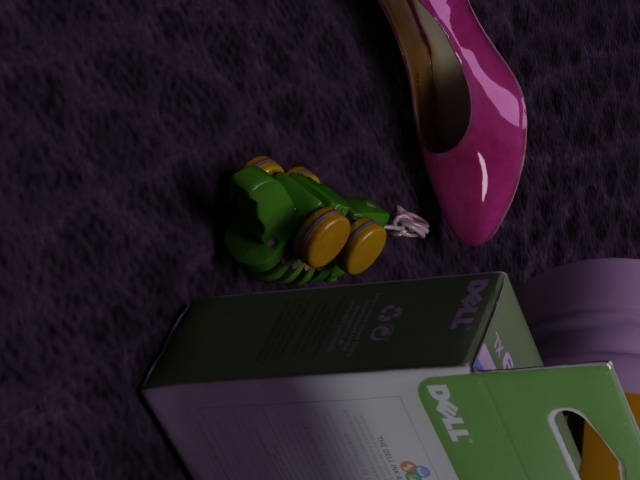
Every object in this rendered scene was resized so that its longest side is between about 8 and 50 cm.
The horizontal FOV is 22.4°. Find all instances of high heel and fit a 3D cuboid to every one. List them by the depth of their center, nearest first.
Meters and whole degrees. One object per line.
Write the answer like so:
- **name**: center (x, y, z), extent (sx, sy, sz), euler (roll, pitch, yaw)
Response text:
- **high heel**: center (0.051, -0.109, 0.919), extent (0.117, 0.082, 0.244), euler (-13, 111, -31)

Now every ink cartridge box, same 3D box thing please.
- **ink cartridge box**: center (0.042, 0.075, 0.673), extent (0.109, 0.209, 0.062), euler (64, 34, -30)

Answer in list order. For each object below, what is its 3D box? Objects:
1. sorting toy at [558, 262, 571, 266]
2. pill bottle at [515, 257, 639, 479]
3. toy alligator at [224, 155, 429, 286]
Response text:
- **sorting toy**: center (0.220, 0.049, 1.166), extent (0.045, 0.075, 0.083), euler (-27, 107, -61)
- **pill bottle**: center (0.159, 0.185, 0.890), extent (0.188, 0.188, 0.334), euler (51, 40, -45)
- **toy alligator**: center (0.000, 0.000, 0.793), extent (0.051, 0.056, 0.190), euler (-56, 154, 11)
